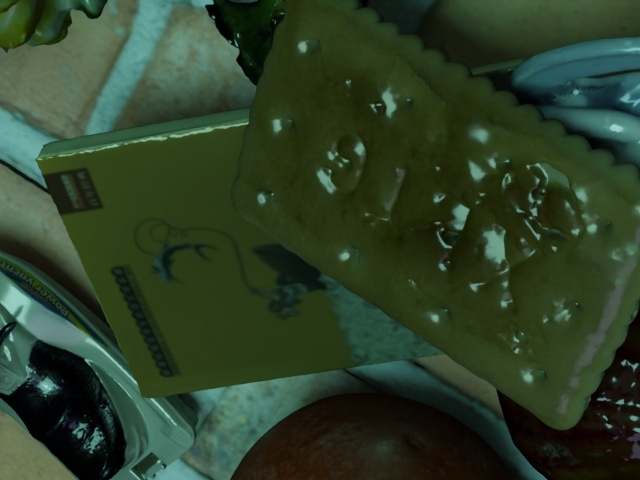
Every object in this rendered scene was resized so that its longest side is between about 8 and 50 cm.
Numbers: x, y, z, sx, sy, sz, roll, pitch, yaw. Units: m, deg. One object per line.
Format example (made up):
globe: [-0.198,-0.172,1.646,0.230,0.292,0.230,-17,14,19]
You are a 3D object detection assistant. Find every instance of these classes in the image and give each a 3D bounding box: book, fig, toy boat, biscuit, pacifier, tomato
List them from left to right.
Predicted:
toy boat: [-0.240,0.122,1.615,0.269,0.141,0.141,38,121,-18]
book: [0.000,0.000,1.473,0.389,0.032,0.269,-10,127,14]
tomato: [0.035,0.259,1.520,0.265,0.265,0.265,7,116,15]
biscuit: [0.079,-0.025,1.299,0.325,0.044,0.217,35,126,21]
pacifier: [0.256,-0.129,1.315,0.238,0.287,0.226,-3,72,45]
fig: [0.273,0.098,1.337,0.321,0.217,0.217,9,124,55]

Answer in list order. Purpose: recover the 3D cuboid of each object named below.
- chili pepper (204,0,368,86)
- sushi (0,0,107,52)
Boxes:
chili pepper: [-0.043,-0.239,1.402,0.148,0.116,0.265,-16,109,12]
sushi: [-0.288,-0.257,1.364,0.285,0.328,0.329,-15,154,-4]
